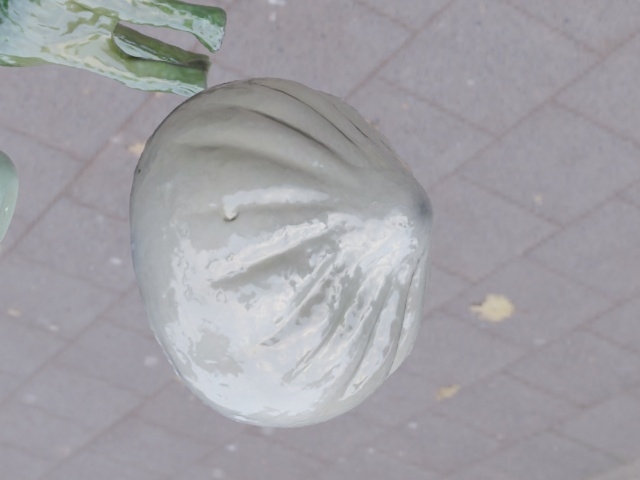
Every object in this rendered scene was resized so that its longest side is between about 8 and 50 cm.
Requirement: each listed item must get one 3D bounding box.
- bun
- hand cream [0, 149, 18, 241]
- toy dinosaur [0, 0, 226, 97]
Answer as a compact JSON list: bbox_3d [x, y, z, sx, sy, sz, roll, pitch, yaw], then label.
[{"bbox_3d":[0.000,0.000,0.512,0.094,0.138,0.138,-14,139,37],"label":"bun"},{"bbox_3d":[-0.394,-0.068,1.060,0.305,0.147,0.093,18,105,-2],"label":"hand cream"},{"bbox_3d":[-0.196,-0.159,0.747,0.300,0.087,0.447,15,136,-6],"label":"toy dinosaur"}]
